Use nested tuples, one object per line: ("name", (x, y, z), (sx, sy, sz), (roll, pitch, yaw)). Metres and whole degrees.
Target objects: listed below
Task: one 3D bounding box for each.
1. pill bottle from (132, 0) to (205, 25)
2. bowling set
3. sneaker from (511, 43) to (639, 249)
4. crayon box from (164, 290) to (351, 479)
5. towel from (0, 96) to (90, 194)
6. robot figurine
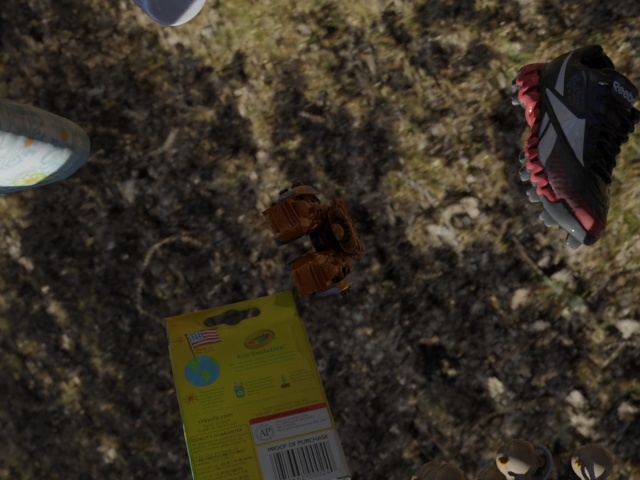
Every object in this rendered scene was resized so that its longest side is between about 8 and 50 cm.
("pill bottle", (-0.259, -0.413, 1.464), (0.187, 0.112, 0.112), (45, 140, 36))
("bowling set", (0.152, 0.279, 0.996), (0.200, 0.287, 0.154), (-11, 72, 48))
("sneaker", (0.296, -0.118, 1.090), (0.135, 0.276, 0.098), (-28, 132, 33))
("crayon box", (-0.094, 0.230, 1.355), (0.081, 0.202, 0.318), (89, 167, -50))
("towel", (-0.489, -0.082, 1.088), (0.374, 0.320, 0.090), (-14, 89, 10))
("robot figurine", (0.000, 0.000, 1.538), (0.085, 0.291, 0.211), (-24, 90, 15))
